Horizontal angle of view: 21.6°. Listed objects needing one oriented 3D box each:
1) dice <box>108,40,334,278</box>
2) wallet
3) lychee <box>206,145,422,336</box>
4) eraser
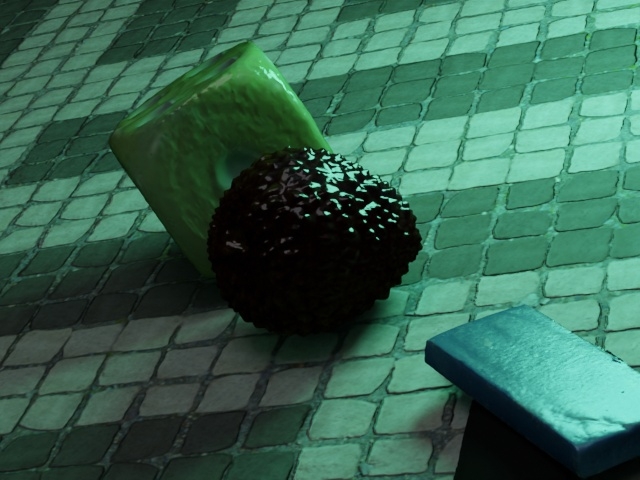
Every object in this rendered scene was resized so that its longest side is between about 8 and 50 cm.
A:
[{"bbox_3d":[-0.129,-0.109,2.329,0.252,0.254,0.250,-34,13,-2],"label":"dice"},{"bbox_3d":[0.207,0.230,1.774,0.124,0.025,0.244,-6,27,16],"label":"wallet"},{"bbox_3d":[0.000,0.000,2.125,0.271,0.271,0.271,-14,27,7],"label":"lychee"},{"bbox_3d":[0.250,0.156,1.827,0.144,0.042,0.312,-18,26,-22],"label":"eraser"}]
